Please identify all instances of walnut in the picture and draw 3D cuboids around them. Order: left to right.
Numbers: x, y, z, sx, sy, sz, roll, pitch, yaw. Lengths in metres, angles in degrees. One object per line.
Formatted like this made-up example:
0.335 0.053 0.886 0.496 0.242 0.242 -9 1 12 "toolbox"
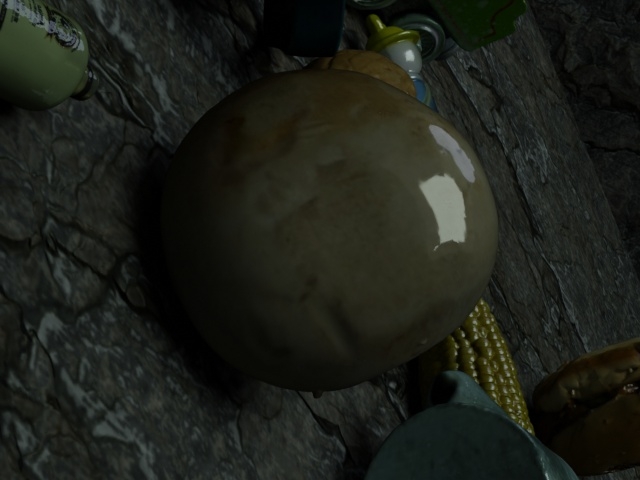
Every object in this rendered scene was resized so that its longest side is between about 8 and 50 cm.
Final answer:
0.032 -0.127 1.350 0.165 0.165 0.197 65 30 -6 "walnut"

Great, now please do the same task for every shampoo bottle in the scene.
-0.219 -0.140 0.887 0.162 0.079 0.079 28 44 -57 "shampoo bottle"

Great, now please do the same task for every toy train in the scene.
0.158 -0.404 1.784 0.307 0.249 0.173 46 32 -42 "toy train"

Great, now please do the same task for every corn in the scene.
0.177 0.208 1.408 0.130 0.130 0.347 46 26 -42 "corn"

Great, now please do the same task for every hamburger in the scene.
0.477 0.241 1.816 0.284 0.305 0.174 16 57 -63 "hamburger"

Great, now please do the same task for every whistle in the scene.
0.125 0.330 1.163 0.168 0.188 0.404 41 67 -57 "whistle"

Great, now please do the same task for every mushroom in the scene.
0.000 0.000 1.098 0.290 0.293 0.292 104 -29 -72 "mushroom"

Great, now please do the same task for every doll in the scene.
0.117 -0.201 1.695 0.135 0.099 0.241 -8 74 -44 "doll"

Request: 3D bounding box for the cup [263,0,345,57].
0.004 -0.375 1.309 0.308 0.242 0.292 64 -4 -18 "cup"
